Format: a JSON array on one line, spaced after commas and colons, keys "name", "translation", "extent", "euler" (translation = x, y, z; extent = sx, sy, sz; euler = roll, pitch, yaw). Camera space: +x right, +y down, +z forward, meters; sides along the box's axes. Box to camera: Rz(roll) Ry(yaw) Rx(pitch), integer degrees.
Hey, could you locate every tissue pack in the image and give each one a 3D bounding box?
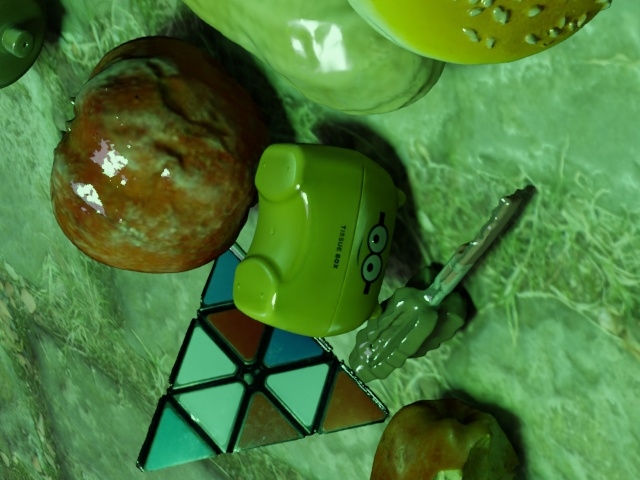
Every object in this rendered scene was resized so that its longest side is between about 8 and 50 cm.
[{"name": "tissue pack", "translation": [0.000, 0.000, 1.196], "extent": [0.123, 0.127, 0.178], "euler": [15, 93, 60]}]

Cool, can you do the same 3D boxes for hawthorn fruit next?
[{"name": "hawthorn fruit", "translation": [-0.134, -0.071, 1.288], "extent": [0.271, 0.242, 0.242], "euler": [24, 147, -10]}]

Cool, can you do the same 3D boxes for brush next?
[{"name": "brush", "translation": [0.114, 0.044, 1.176], "extent": [0.071, 0.084, 0.301], "euler": [49, 141, 11]}]

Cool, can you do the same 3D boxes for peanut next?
[{"name": "peanut", "translation": [-0.032, -0.229, 1.040], "extent": [0.340, 0.158, 0.174], "euler": [35, 143, 26]}]

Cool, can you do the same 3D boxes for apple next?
[{"name": "apple", "translation": [0.121, 0.239, 1.273], "extent": [0.147, 0.156, 0.158], "euler": [-1, 90, 51]}]

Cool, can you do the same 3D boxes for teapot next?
[{"name": "teapot", "translation": [-0.390, -0.263, 1.453], "extent": [0.175, 0.185, 0.268], "euler": [26, 102, 29]}]

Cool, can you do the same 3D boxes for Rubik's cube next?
[{"name": "Rubik's cube", "translation": [-0.087, 0.113, 1.509], "extent": [0.250, 0.284, 0.234], "euler": [-144, 42, -88]}]

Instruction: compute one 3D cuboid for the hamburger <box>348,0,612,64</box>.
[{"name": "hamburger", "translation": [0.091, -0.261, 0.803], "extent": [0.151, 0.227, 0.295], "euler": [43, 157, 61]}]
